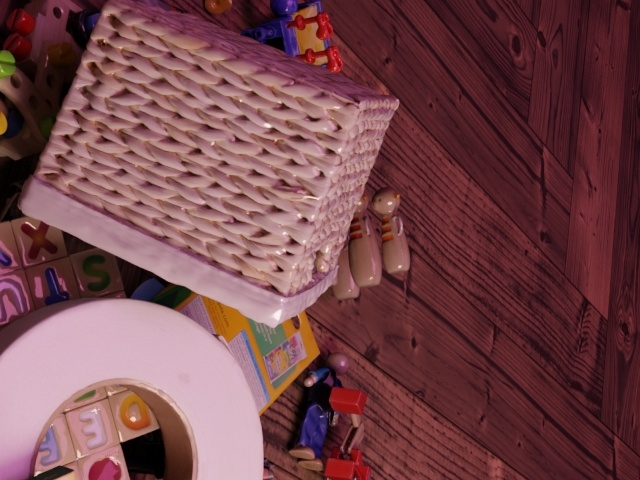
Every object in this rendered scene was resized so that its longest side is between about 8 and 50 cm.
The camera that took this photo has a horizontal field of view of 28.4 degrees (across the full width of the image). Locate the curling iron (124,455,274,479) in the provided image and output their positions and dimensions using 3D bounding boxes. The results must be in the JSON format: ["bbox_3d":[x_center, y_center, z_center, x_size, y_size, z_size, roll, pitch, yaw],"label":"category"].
[{"bbox_3d":[-0.165,0.306,1.688,0.274,0.068,0.035,12,75,-49],"label":"curling iron"}]

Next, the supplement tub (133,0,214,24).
[{"bbox_3d":[-0.200,-0.253,1.700,0.190,0.117,0.117,14,71,-55],"label":"supplement tub"}]

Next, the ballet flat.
[{"bbox_3d":[-0.356,0.015,1.472,0.070,0.070,0.188,34,54,-48],"label":"ballet flat"}]

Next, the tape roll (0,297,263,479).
[{"bbox_3d":[-0.240,0.254,1.413,0.392,0.072,0.391,2,87,-36],"label":"tape roll"}]

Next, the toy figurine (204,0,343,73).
[{"bbox_3d":[-0.016,-0.281,1.926,0.217,0.191,0.362,-31,109,-59],"label":"toy figurine"}]

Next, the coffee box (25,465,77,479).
[{"bbox_3d":[-0.287,0.339,1.307,0.113,0.040,0.184,-17,99,-35],"label":"coffee box"}]

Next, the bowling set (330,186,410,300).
[{"bbox_3d":[0.000,0.000,1.895,0.200,0.287,0.154,-4,78,-23],"label":"bowling set"}]

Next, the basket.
[{"bbox_3d":[-0.115,-0.101,1.472,0.328,0.331,0.266,-28,141,-77],"label":"basket"}]

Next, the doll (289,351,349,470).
[{"bbox_3d":[0.003,0.257,1.949,0.129,0.046,0.189,58,41,-47],"label":"doll"}]

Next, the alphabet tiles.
[{"bbox_3d":[-0.329,0.149,1.417,0.285,0.011,0.342,-17,95,-36],"label":"alphabet tiles"}]

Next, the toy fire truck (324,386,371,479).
[{"bbox_3d":[0.046,0.318,1.943,0.192,0.047,0.135,67,32,-58],"label":"toy fire truck"}]

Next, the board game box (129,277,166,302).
[{"bbox_3d":[-0.216,0.136,1.663,0.168,0.033,0.133,46,47,-41],"label":"board game box"}]

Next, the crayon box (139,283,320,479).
[{"bbox_3d":[-0.137,0.143,1.675,0.323,0.083,0.203,-41,117,-52],"label":"crayon box"}]

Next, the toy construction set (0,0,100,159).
[{"bbox_3d":[-0.346,-0.234,1.469,0.215,0.151,0.327,35,66,-47],"label":"toy construction set"}]
